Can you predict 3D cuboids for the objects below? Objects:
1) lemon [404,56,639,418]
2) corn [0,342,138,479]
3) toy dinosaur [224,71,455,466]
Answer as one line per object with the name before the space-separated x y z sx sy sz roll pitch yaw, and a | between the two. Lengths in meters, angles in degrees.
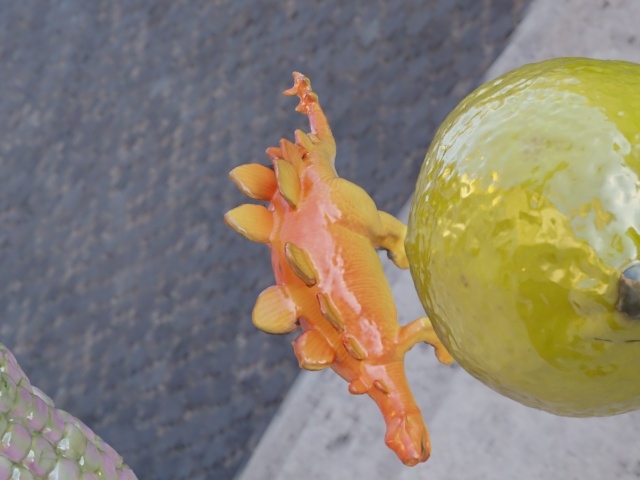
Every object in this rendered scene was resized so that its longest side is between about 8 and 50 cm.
lemon | 0.079 -0.001 0.512 0.109 0.109 0.133 -49 17 10
corn | -0.235 0.069 0.897 0.127 0.335 0.126 -29 35 23
toy dinosaur | 0.000 0.000 0.968 0.070 0.117 0.288 -40 54 33
